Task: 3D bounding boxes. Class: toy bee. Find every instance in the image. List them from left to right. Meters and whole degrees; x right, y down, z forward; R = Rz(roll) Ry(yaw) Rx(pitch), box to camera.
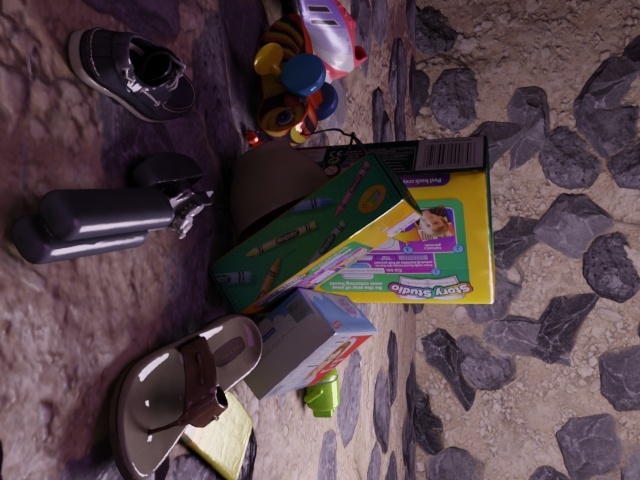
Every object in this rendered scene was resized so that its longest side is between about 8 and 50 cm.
[{"bbox_3d":[-0.055,-0.222,0.997,0.298,0.162,0.195,-109,172,-47],"label":"toy bee"}]

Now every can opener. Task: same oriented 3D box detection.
[{"bbox_3d":[-0.197,-0.034,0.643,0.093,0.074,0.280,54,18,1],"label":"can opener"}]

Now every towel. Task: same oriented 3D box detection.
[{"bbox_3d":[-0.147,0.242,0.851,0.237,0.021,0.102,69,30,-49],"label":"towel"}]

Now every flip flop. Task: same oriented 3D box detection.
[{"bbox_3d":[-0.136,0.164,0.729,0.277,0.080,0.112,-32,110,-58],"label":"flip flop"}]

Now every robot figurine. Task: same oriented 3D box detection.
[{"bbox_3d":[0.003,0.289,1.247,0.101,0.067,0.115,-38,125,-70],"label":"robot figurine"}]

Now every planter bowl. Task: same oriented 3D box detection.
[{"bbox_3d":[-0.067,-0.078,0.927,0.109,0.162,0.162,64,13,12],"label":"planter bowl"}]

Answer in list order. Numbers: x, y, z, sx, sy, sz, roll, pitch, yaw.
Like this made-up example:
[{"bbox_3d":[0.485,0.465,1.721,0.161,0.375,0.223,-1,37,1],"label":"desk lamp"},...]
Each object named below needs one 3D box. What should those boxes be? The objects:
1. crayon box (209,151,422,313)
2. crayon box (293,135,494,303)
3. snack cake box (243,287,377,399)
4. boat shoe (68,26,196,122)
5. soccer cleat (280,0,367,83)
[{"bbox_3d":[0.000,0.000,0.903,0.081,0.278,0.165,59,12,14],"label":"crayon box"},{"bbox_3d":[0.122,-0.023,1.141,0.106,0.363,0.313,-74,157,-43],"label":"crayon box"},{"bbox_3d":[-0.019,0.161,1.009,0.089,0.152,0.264,49,8,17],"label":"snack cake box"},{"bbox_3d":[-0.179,-0.174,0.682,0.206,0.065,0.075,8,81,-73],"label":"boat shoe"},{"bbox_3d":[0.001,-0.405,1.140,0.318,0.117,0.108,56,11,-63],"label":"soccer cleat"}]
